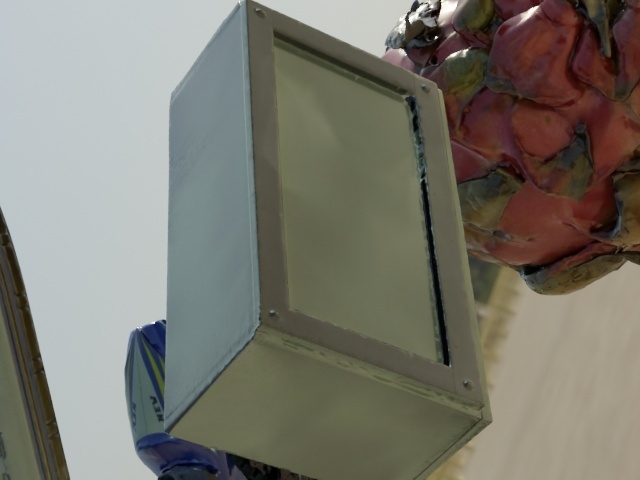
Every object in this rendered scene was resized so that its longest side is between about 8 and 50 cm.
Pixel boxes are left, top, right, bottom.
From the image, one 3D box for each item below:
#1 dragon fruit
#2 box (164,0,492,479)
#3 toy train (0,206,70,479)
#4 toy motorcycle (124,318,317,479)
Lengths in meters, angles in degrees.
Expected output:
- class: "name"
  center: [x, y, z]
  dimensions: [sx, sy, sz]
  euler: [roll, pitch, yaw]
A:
- class: "dragon fruit"
  center: [0.174, -0.092, 1.171]
  dimensions: [0.250, 0.269, 0.291]
  euler: [-42, 15, -24]
- class: "box"
  center: [0.000, 0.000, 0.811]
  dimensions: [0.086, 0.129, 0.225]
  euler: [-48, 33, 37]
- class: "toy train"
  center: [-0.154, -0.017, 0.660]
  dimensions: [0.055, 0.048, 0.252]
  euler: [-13, -91, -77]
- class: "toy motorcycle"
  center: [-0.031, 0.194, 0.890]
  dimensions: [0.169, 0.315, 0.113]
  euler: [-5, -13, -45]
